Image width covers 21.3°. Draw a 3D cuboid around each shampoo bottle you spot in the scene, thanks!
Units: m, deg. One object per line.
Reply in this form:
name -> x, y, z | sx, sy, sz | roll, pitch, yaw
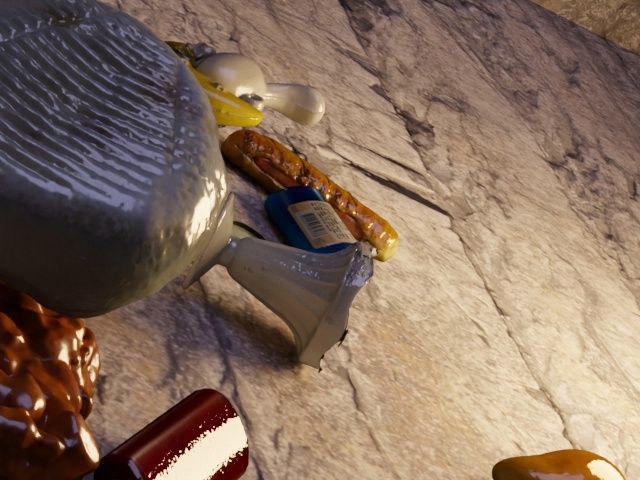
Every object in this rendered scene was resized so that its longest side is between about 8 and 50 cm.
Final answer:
shampoo bottle -> 0.000, 0.000, 2.260 | 0.087, 0.050, 0.183 | -9, 44, -29
shampoo bottle -> -0.150, 0.224, 1.599 | 0.260, 0.064, 0.102 | -33, 106, -65

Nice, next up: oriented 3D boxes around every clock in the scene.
clock -> -0.098, 0.004, 2.171 | 0.085, 0.017, 0.085 | 29, 24, -14

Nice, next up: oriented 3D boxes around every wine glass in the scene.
wine glass -> -0.048, 0.039, 2.002 | 0.196, 0.165, 0.165 | 29, 24, -5

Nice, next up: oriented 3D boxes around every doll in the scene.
doll -> -0.153, -0.211, 2.378 | 0.237, 0.111, 0.252 | 25, 20, 33

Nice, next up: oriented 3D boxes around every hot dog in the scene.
hot dog -> -0.010, -0.067, 2.379 | 0.286, 0.061, 0.088 | 34, 12, -5

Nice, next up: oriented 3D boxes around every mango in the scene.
mango -> 0.295, 0.297, 2.058 | 0.184, 0.085, 0.102 | 14, 30, -29

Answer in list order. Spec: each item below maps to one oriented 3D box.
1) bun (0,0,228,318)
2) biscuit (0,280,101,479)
bun -> -0.255, -0.084, 1.603 | 0.354, 0.194, 0.354 | 20, 41, -19
biscuit -> -0.341, 0.093, 1.562 | 0.318, 0.110, 0.312 | 28, 23, -15
